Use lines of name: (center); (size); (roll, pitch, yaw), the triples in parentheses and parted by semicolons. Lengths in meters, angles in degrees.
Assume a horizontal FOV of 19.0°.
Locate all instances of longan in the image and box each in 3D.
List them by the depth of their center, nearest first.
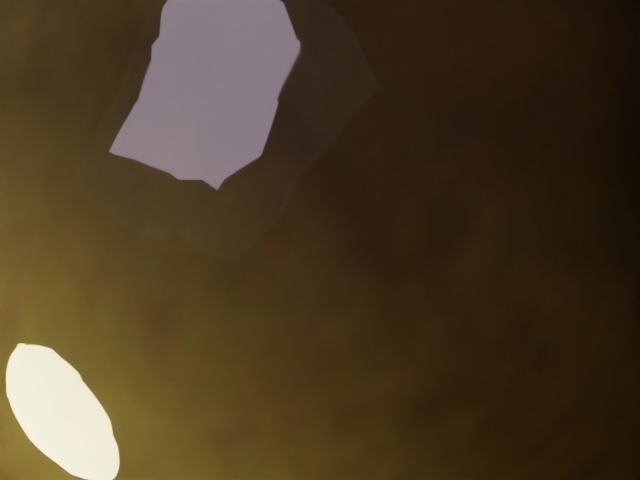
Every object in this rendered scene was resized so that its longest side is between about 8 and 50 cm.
longan: (0.000, 0.000, 0.783); (0.361, 0.361, 0.361); (-15, 52, 20)
